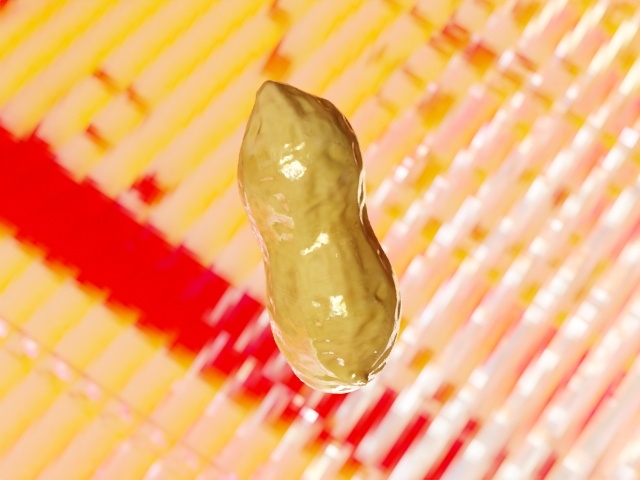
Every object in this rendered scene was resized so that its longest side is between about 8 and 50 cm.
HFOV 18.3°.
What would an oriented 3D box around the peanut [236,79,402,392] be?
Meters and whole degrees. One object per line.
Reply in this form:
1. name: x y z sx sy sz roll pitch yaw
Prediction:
1. peanut: 0.000 0.000 1.470 0.101 0.117 0.263 -29 -61 -31
